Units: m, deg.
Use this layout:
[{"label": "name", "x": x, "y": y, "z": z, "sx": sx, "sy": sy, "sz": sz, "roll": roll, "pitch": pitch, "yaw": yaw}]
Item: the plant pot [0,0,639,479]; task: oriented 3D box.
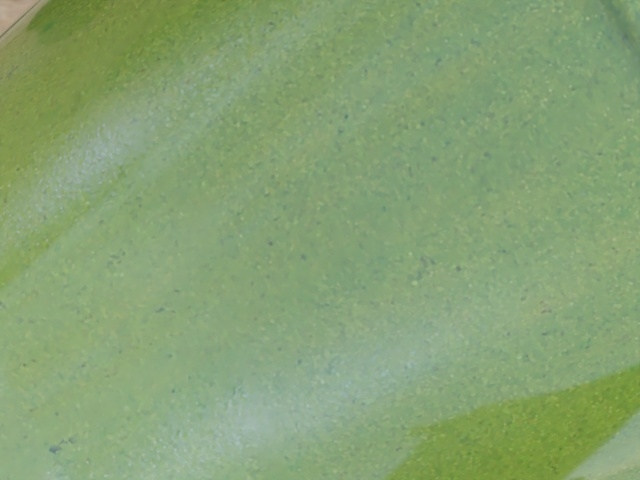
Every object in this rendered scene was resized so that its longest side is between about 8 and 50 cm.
[{"label": "plant pot", "x": 0.000, "y": 0.000, "z": 0.764, "sx": 0.353, "sy": 0.366, "sz": 0.366, "roll": -30, "pitch": 110, "yaw": -6}]
